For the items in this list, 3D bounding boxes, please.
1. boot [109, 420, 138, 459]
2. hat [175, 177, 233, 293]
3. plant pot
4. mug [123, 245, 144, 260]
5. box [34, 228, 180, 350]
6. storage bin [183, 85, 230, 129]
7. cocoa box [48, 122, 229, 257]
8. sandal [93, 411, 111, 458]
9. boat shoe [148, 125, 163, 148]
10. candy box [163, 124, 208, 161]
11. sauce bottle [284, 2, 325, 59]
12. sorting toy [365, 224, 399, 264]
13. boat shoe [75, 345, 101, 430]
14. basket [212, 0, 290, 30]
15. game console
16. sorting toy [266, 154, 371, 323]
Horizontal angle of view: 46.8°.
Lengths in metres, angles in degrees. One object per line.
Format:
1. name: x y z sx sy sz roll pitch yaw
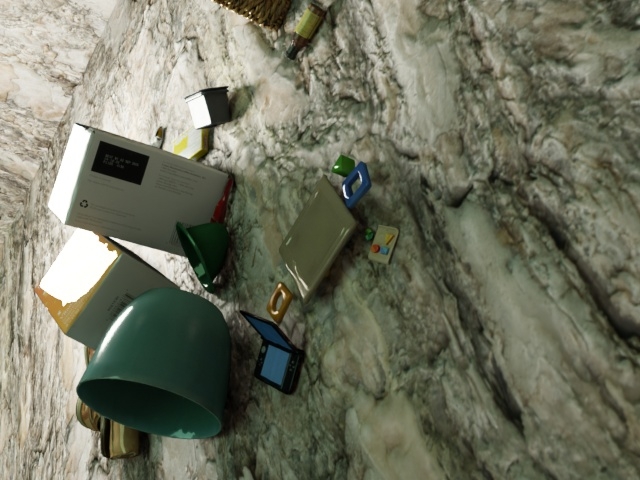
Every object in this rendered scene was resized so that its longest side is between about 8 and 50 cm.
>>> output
1. boot: -0.466 0.383 1.801 0.236 0.089 0.270 130 139 -62
2. hat: -0.219 -0.008 1.713 0.173 0.183 0.209 18 132 64
3. plant pot: -0.314 0.240 1.515 0.293 0.293 0.235 -31 36 46
4. mug: -0.576 0.091 2.124 0.169 0.113 0.150 28 97 60
5. box: -0.508 0.116 1.735 0.215 0.168 0.345 -57 33 -7
6. storage bin: -0.283 -0.341 1.916 0.135 0.098 0.091 0 103 56
7. cocoa box: -0.446 -0.121 1.804 0.228 0.347 0.232 24 96 58
8. sandal: -0.551 0.444 1.896 0.060 0.090 0.220 -14 85 28
9. boat shoe: -0.502 -0.306 2.270 0.035 0.035 0.100 -22 51 54
10. candy box: -0.378 -0.243 2.034 0.205 0.027 0.105 -29 55 37
11. sauce bottle: -0.038 -0.459 1.636 0.128 0.042 0.042 -54 37 24
12. sorting toy: 0.096 0.004 1.242 0.083 0.012 0.062 15 88 57
13. boat shoe: -0.567 0.357 1.991 0.119 0.122 0.324 9 91 52
14. basket: -0.204 -0.675 1.821 0.214 0.223 0.299 -64 33 13
15. game console: -0.103 0.207 1.379 0.144 0.085 0.124 10 84 58
16. sorting toy: 0.000 0.000 1.361 0.348 0.047 0.196 -58 31 21
